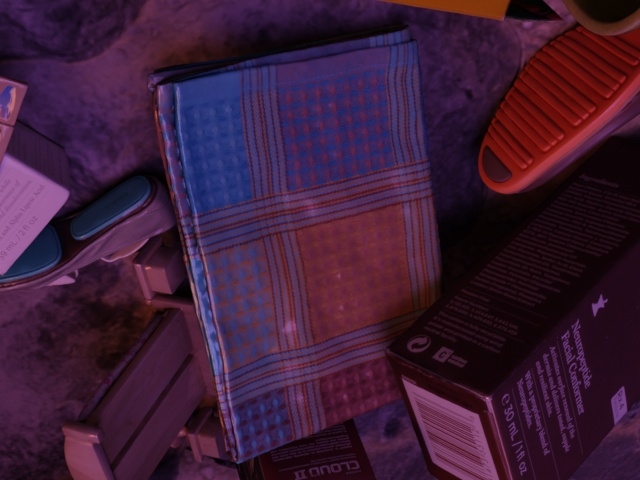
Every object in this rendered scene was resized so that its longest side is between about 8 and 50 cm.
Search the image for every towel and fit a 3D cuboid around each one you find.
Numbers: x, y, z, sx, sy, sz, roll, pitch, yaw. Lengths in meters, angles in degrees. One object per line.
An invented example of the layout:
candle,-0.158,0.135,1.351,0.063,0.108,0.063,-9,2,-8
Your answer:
towel,0.000,0.000,0.990,0.271,0.040,0.370,-17,106,-26

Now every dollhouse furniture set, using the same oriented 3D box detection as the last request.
dollhouse furniture set,-0.248,0.217,1.070,0.174,0.303,0.355,8,130,23

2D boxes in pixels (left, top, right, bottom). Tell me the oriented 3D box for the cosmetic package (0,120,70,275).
cosmetic package,-0.346,-0.078,0.919,0.231,0.085,0.117,31,110,-33

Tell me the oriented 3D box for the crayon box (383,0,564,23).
crayon box,0.027,-0.262,0.831,0.318,0.202,0.081,4,123,-21

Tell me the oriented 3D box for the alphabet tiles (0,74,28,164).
alphabet tiles,-0.384,-0.077,0.853,0.237,0.009,0.198,15,117,-25

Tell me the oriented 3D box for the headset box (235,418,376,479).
headset box,-0.022,0.257,1.119,0.110,0.293,0.218,-9,125,-11

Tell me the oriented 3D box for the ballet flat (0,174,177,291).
ballet flat,-0.237,0.009,1.023,0.213,0.072,0.068,-26,138,3

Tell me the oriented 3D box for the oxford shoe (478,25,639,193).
oxford shoe,0.316,-0.162,1.037,0.364,0.130,0.133,-42,131,14

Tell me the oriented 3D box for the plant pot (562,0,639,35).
plant pot,0.344,-0.311,0.839,0.254,0.276,0.276,-6,125,-11

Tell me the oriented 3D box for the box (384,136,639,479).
box,0.257,0.082,1.076,0.381,0.143,0.191,-42,130,-26
